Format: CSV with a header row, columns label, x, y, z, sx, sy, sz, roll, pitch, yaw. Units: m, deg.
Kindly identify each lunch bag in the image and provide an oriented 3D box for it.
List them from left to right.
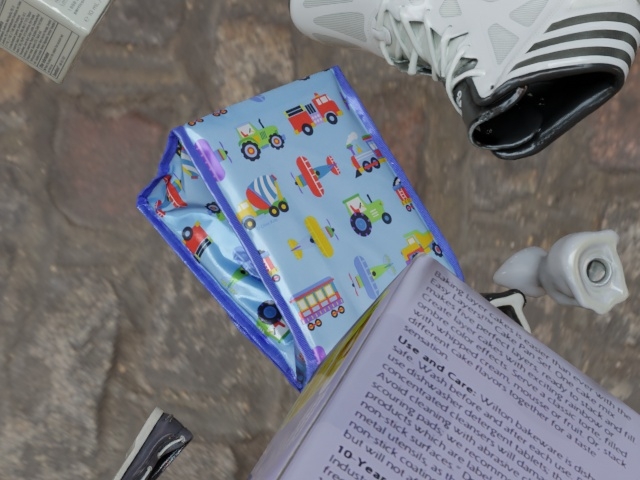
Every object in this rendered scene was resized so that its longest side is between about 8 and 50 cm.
label,x,y,z,sx,sy,sz,roll,pitch,yaw
lunch bag,0.000,0.000,1.405,0.221,0.138,0.293,-26,72,-37

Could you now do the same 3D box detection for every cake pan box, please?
label,x,y,z,sx,sy,sz,roll,pitch,yaw
cake pan box,0.078,0.152,0.330,0.267,0.070,0.245,36,37,-2

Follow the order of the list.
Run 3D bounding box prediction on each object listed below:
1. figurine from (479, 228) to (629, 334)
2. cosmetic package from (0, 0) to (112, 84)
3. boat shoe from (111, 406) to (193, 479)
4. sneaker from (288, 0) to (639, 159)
label,x,y,z,sx,sy,sz,roll,pitch,yaw
figurine,0.216,0.065,1.601,0.215,0.209,0.092,-32,99,-17
cosmetic package,-0.364,-0.320,1.546,0.296,0.153,0.129,32,65,-12
boat shoe,-0.219,0.298,1.698,0.065,0.075,0.206,30,61,-3
sneaker,0.139,-0.226,1.597,0.448,0.169,0.257,2,49,25
